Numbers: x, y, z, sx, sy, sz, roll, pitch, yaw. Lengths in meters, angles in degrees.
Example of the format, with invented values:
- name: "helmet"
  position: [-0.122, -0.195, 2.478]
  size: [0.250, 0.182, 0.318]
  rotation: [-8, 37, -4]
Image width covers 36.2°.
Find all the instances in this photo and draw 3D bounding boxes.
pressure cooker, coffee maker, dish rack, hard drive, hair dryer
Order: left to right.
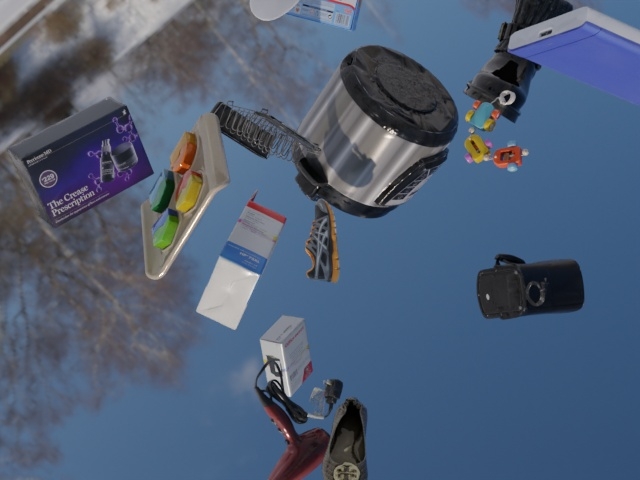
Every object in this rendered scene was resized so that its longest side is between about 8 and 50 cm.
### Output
- name: "dish rack"
  position: [-0.134, -0.255, 2.357]
  size: [0.271, 0.208, 0.074]
  rotation: [21, -96, 51]
- name: "hair dryer"
  position: [-0.073, 0.432, 2.215]
  size: [0.080, 0.223, 0.294]
  rotation: [-21, -123, 63]
- name: "pressure cooker"
  position: [0.129, -0.270, 2.669]
  size: [0.420, 0.369, 0.376]
  rotation: [-52, -152, 36]
- name: "coffee maker"
  position: [0.413, 0.097, 1.846]
  size: [0.178, 0.120, 0.171]
  rotation: [-4, -162, -34]
- name: "hard drive"
  position: [0.511, -0.304, 1.673]
  size: [0.210, 0.318, 0.040]
  rotation: [-3, -108, 66]

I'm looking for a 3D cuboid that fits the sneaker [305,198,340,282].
- name: "sneaker"
  position: [0.000, 0.000, 2.412]
  size: [0.083, 0.084, 0.215]
  rotation: [-5, -109, -2]

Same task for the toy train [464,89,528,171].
- name: "toy train"
  position: [0.337, -0.197, 1.867]
  size: [0.125, 0.046, 0.166]
  rotation: [-11, -116, 27]

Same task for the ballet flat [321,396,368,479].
- name: "ballet flat"
  position: [0.052, 0.367, 1.780]
  size: [0.084, 0.058, 0.250]
  rotation: [9, -150, 3]

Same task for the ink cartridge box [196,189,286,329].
- name: "ink cartridge box"
  position: [-0.129, 0.027, 1.697]
  size: [0.231, 0.078, 0.134]
  rotation: [-68, -177, -55]

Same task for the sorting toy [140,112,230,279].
- name: "sorting toy"
  position: [-0.214, -0.072, 1.476]
  size: [0.208, 0.038, 0.193]
  rotation: [-50, -147, 26]

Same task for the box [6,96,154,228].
- name: "box"
  position: [-0.528, -0.175, 2.173]
  size: [0.261, 0.184, 0.103]
  rotation: [-33, -147, -22]

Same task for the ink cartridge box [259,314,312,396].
- name: "ink cartridge box"
  position: [-0.089, 0.305, 2.611]
  size: [0.072, 0.175, 0.127]
  rotation: [8, -149, 29]

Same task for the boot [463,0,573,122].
- name: "boot"
  position: [0.425, -0.407, 2.090]
  size: [0.260, 0.131, 0.348]
  rotation: [-62, 178, 22]

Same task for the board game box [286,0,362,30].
- name: "board game box"
  position: [0.012, -0.517, 1.842]
  size: [0.039, 0.160, 0.212]
  rotation: [-39, 145, -69]

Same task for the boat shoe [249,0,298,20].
- name: "boat shoe"
  position: [-0.043, -0.464, 1.607]
  size: [0.229, 0.080, 0.076]
  rotation: [-61, -171, 9]
